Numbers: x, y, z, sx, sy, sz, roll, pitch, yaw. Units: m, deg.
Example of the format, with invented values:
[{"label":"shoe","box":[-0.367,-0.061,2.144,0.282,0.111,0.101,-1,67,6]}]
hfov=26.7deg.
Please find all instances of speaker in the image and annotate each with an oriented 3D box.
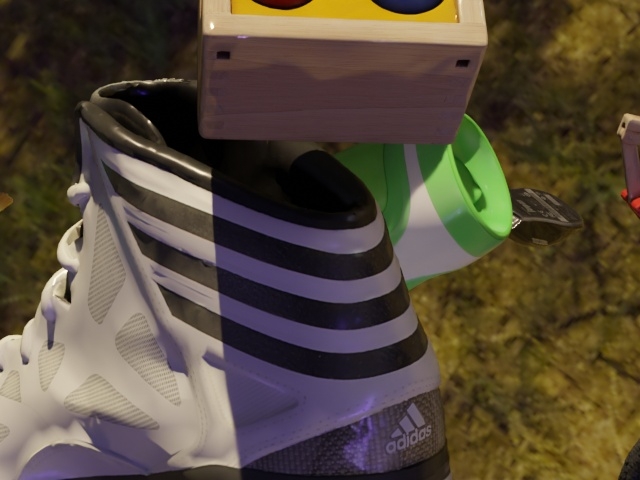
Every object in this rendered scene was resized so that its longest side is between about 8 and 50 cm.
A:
[{"label":"speaker","box":[0.000,0.000,1.092,0.296,0.131,0.131,-22,45,26]}]

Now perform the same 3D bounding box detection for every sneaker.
[{"label":"sneaker","box":[-0.105,0.043,0.771,0.447,0.169,0.258,-5,95,46]}]

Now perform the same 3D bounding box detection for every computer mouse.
[{"label":"computer mouse","box":[0.230,-0.048,1.847,0.184,0.262,0.060,42,118,34]}]

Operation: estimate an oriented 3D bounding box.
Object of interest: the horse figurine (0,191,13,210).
[{"label":"horse figurine","box":[-0.351,-0.015,1.133,0.174,0.066,0.263,-44,30,-3]}]

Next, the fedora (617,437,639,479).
[{"label":"fedora","box":[0.394,0.270,1.351,0.152,0.334,0.334,-19,21,-29]}]

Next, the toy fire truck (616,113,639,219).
[{"label":"toy fire truck","box":[0.357,-0.116,1.393,0.135,0.192,0.047,-28,25,4]}]

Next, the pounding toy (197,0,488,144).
[{"label":"pounding toy","box":[-0.005,-0.126,0.561,0.100,0.130,0.141,103,166,-60]}]
